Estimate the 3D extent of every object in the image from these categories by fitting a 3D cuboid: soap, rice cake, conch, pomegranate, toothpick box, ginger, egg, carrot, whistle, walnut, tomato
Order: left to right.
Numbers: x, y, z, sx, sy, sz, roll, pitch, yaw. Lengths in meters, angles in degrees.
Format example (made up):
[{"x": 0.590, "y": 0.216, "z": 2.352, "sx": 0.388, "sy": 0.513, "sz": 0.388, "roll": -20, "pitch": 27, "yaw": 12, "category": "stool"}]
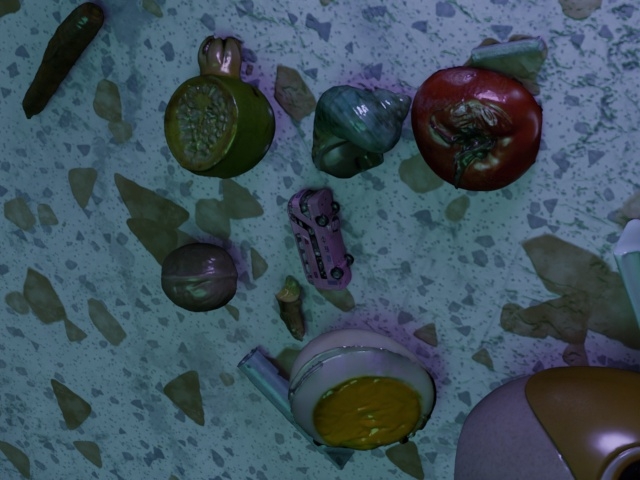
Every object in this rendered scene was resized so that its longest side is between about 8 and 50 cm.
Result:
[{"x": -0.513, "y": -0.341, "z": 2.185, "sx": 0.070, "sy": 0.070, "sz": 0.342, "roll": 45, "pitch": 132, "yaw": -3, "category": "carrot"}, {"x": -0.241, "y": 0.074, "z": 2.252, "sx": 0.162, "sy": 0.140, "sz": 0.140, "roll": -3, "pitch": 118, "yaw": 42, "category": "walnut"}, {"x": -0.175, "y": -0.226, "z": 2.019, "sx": 0.190, "sy": 0.159, "sz": 0.240, "roll": -36, "pitch": 70, "yaw": 32, "category": "pomegranate"}, {"x": -0.060, "y": 0.138, "z": 2.252, "sx": 0.058, "sy": 0.044, "sz": 0.137, "roll": -3, "pitch": 121, "yaw": 10, "category": "ginger"}, {"x": -0.049, "y": 0.354, "z": 2.372, "sx": 0.312, "sy": 0.062, "sz": 0.062, "roll": 47, "pitch": 130, "yaw": -4, "category": "whistle"}, {"x": 0.064, "y": -0.190, "z": 1.915, "sx": 0.188, "sy": 0.122, "sz": 0.176, "roll": -9, "pitch": 131, "yaw": 44, "category": "conch"}, {"x": 0.079, "y": 0.265, "z": 2.182, "sx": 0.287, "sy": 0.174, "sz": 0.264, "roll": 8, "pitch": 124, "yaw": -7, "category": "egg"}, {"x": 0.246, "y": -0.173, "z": 1.843, "sx": 0.228, "sy": 0.101, "sz": 0.227, "roll": 12, "pitch": 124, "yaw": 19, "category": "tomato"}, {"x": 0.294, "y": -0.301, "z": 1.782, "sx": 0.121, "sy": 0.021, "sz": 0.022, "roll": -4, "pitch": 122, "yaw": 34, "category": "rice cake"}, {"x": 0.469, "y": 0.413, "z": 1.890, "sx": 0.426, "sy": 0.409, "sz": 0.408, "roll": -7, "pitch": 116, "yaw": 28, "category": "toothpick box"}, {"x": 0.541, "y": 0.074, "z": 1.820, "sx": 0.067, "sy": 0.119, "sz": 0.198, "roll": -9, "pitch": 114, "yaw": 36, "category": "soap"}]

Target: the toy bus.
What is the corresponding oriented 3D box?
[{"x": 0.000, "y": 0.000, "z": 2.115, "sx": 0.090, "sy": 0.063, "sz": 0.203, "roll": 2, "pitch": 121, "yaw": 29, "category": "toy bus"}]
